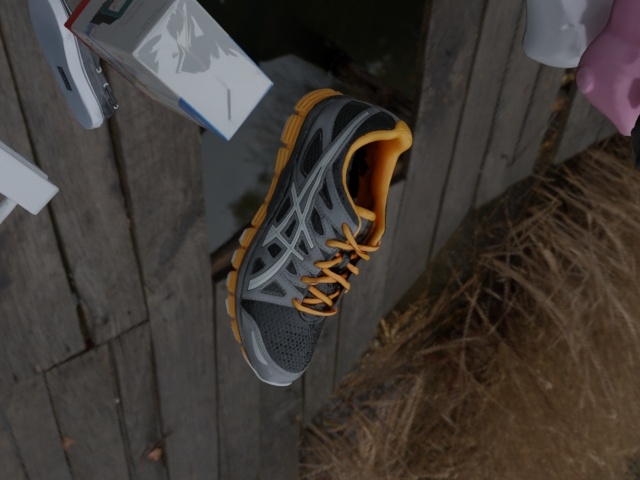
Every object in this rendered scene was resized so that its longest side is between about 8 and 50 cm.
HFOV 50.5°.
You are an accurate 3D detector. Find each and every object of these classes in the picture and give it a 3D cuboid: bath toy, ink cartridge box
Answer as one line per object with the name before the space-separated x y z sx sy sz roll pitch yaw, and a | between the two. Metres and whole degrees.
bath toy | 0.258 -0.148 0.510 0.151 0.348 0.129 -36 131 13
ink cartridge box | -0.169 -0.198 0.702 0.078 0.231 0.134 -54 133 -5

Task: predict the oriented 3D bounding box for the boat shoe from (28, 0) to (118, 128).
boat shoe | -0.359 -0.279 1.019 0.076 0.080 0.229 -43 137 -33

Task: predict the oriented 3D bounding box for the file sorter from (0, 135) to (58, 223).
file sorter | -0.313 -0.064 0.338 0.173 0.277 0.193 -51 141 -7

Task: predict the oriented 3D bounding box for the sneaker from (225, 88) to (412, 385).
sneaker | 0.000 0.000 0.472 0.084 0.083 0.215 11 93 -50
